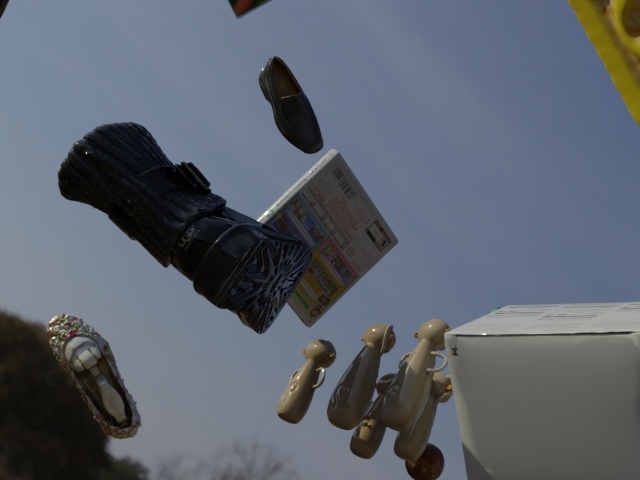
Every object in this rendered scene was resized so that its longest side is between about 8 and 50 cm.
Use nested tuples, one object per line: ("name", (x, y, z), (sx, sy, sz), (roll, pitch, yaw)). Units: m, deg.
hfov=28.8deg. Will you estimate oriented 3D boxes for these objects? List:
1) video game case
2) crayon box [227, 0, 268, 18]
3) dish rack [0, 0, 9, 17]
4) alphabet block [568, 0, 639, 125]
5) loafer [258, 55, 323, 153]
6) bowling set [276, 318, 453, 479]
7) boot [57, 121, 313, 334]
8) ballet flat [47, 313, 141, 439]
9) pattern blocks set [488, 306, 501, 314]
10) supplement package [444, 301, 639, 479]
("video game case", (0.000, 0.000, 1.822), (0.023, 0.193, 0.212), (37, -12, 47))
("crayon box", (-0.136, -0.582, 2.205), (0.319, 0.202, 0.081), (61, 0, -8))
("dish rack", (-0.451, -0.286, 1.261), (0.271, 0.074, 0.208), (12, -37, -29))
("alphabet block", (0.410, -0.255, 1.298), (0.193, 0.197, 0.192), (63, -32, 13))
("loafer", (-0.047, -0.214, 1.972), (0.170, 0.062, 0.061), (57, -19, 15))
("bowling set", (0.099, 0.215, 1.667), (0.287, 0.154, 0.200), (-3, -39, 49))
("boot", (-0.159, -0.019, 1.562), (0.260, 0.131, 0.348), (34, -4, 17))
("ballet flat", (-0.369, 0.223, 2.065), (0.241, 0.091, 0.077), (56, -14, -3))
("pattern blocks set", (0.406, 0.221, 2.056), (0.324, 0.026, 0.285), (35, -24, 6))
("supplement package", (0.298, 0.184, 1.408), (0.261, 0.145, 0.204), (-4, -82, 43))
